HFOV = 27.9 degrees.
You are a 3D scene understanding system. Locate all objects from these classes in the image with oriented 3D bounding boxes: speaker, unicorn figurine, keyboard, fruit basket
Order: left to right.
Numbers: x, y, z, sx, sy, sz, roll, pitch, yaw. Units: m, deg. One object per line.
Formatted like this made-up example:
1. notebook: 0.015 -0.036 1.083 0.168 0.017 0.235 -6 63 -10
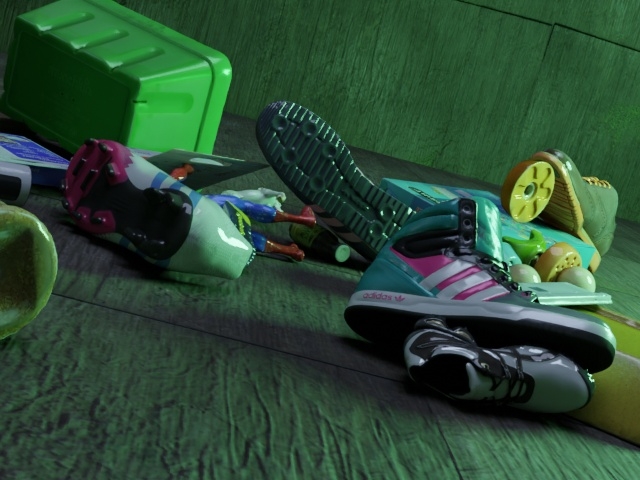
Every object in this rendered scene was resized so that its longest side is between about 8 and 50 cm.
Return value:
1. speaker: -0.433 -0.078 1.598 0.136 0.055 0.055 10 11 -32
2. fruit basket: -0.296 -0.234 2.139 0.392 0.283 0.392 14 22 -6
3. unicorn figurine: -0.099 -0.057 1.996 0.161 0.060 0.111 11 11 -27
4. keyboard: 0.274 0.065 1.572 0.072 0.014 0.256 16 8 35

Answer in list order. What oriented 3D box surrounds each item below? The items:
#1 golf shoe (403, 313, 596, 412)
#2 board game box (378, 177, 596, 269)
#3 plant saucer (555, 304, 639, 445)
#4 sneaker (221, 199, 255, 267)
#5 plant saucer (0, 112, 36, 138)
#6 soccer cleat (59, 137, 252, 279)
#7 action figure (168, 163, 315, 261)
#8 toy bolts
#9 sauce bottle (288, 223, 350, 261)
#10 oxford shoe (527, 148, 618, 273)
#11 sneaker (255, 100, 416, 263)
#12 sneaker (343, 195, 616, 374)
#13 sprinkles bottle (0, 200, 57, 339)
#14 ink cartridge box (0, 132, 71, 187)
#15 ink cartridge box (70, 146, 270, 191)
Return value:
1. golf shoe: 0.176 0.143 1.294 0.198 0.077 0.094 14 25 7
2. board game box: 0.283 -0.012 2.229 0.253 0.079 0.336 31 17 36
3. plant saucer: 0.316 0.132 1.520 0.332 0.081 0.332 22 10 32
4. sneaker: -0.121 0.005 1.649 0.053 0.059 0.144 45 16 -22
5. plant saucer: -0.605 -0.223 2.208 0.277 0.041 0.278 15 10 -3
6. soccer cleat: -0.206 -0.028 1.577 0.143 0.116 0.331 28 2 -39
7. action figure: -0.162 -0.048 1.763 0.280 0.091 0.139 12 16 -26
8. toy bolts: 0.316 0.010 1.938 0.228 0.218 0.158 -16 34 -38
9. sauce bottle: 0.000 0.000 1.884 0.042 0.042 0.128 9 10 -35
10. oxford shoe: 0.462 -0.080 2.346 0.130 0.133 0.364 33 -12 32
11. sneaker: 0.013 -0.070 1.887 0.319 0.112 0.131 46 -19 -13
12. sneaker: 0.189 0.042 1.409 0.295 0.178 0.124 9 -32 22
13. sprinkles bottle: -0.379 -0.024 1.162 0.121 0.121 0.355 6 14 -46
14. ink cartridge box: -0.455 -0.115 1.801 0.206 0.045 0.208 6 12 -45
15. ink cartridge box: -0.218 -0.114 1.854 0.232 0.066 0.189 -21 -19 41
